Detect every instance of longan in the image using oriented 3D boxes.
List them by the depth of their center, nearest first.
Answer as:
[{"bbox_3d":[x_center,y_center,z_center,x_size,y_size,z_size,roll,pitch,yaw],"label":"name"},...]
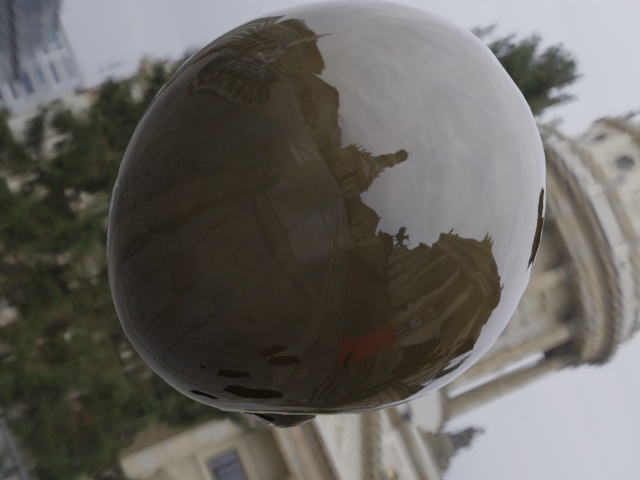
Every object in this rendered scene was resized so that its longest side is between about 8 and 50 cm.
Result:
[{"bbox_3d":[0.000,0.000,0.578,0.159,0.185,0.204,48,-39,32],"label":"longan"}]
